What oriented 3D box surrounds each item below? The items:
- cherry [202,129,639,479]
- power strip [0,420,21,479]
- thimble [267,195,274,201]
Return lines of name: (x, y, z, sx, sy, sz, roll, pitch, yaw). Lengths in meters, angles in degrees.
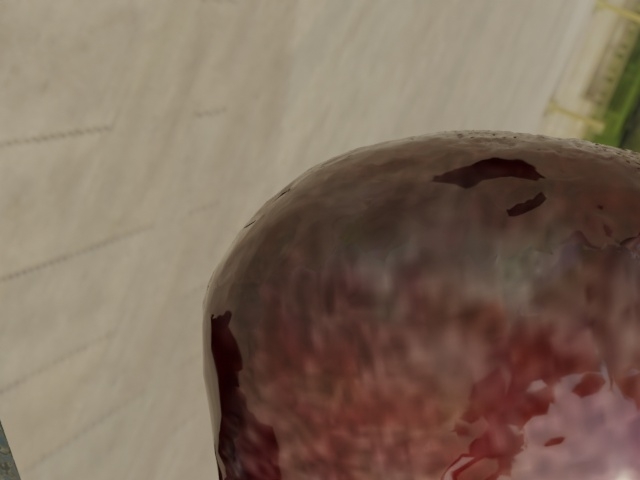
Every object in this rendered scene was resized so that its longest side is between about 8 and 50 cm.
cherry: (0.073, 0.065, 0.668, 0.203, 0.300, 0.230, 1, 76, -70)
power strip: (-0.188, 0.086, 0.709, 0.046, 0.270, 0.118, -44, 136, 15)
thimble: (-0.001, 0.001, 1.620, 0.135, 0.118, 0.090, 36, 39, -66)
